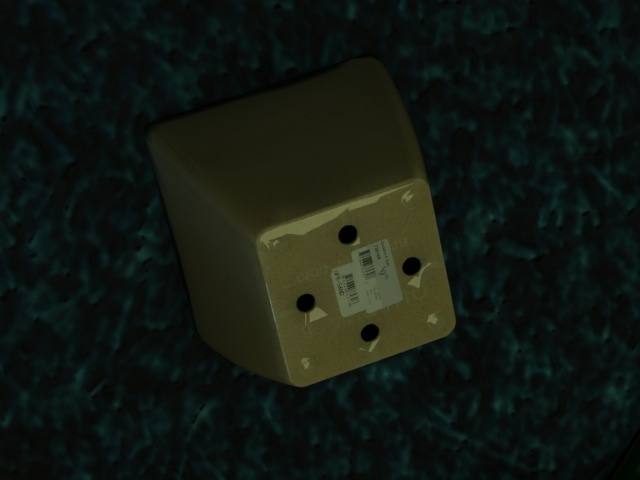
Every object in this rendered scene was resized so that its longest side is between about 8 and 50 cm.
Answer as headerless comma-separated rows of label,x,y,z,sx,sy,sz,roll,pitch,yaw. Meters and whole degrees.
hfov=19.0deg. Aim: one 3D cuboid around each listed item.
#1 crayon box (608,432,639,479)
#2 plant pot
crayon box,0.269,0.087,0.937,0.165,0.081,0.278,26,101,-27
plant pot,0.000,0.000,0.796,0.109,0.096,0.109,-18,117,-11
